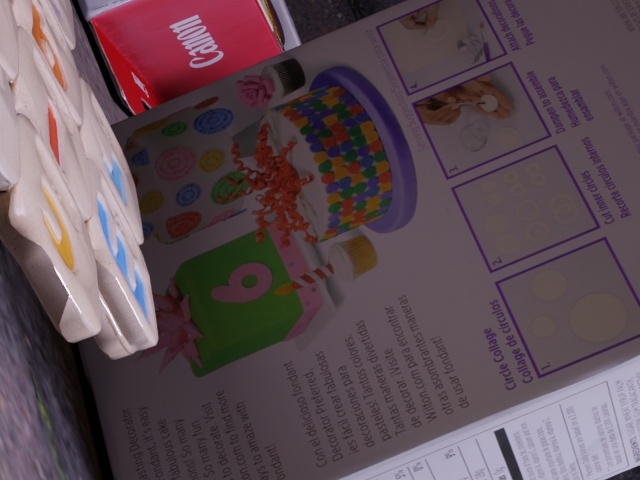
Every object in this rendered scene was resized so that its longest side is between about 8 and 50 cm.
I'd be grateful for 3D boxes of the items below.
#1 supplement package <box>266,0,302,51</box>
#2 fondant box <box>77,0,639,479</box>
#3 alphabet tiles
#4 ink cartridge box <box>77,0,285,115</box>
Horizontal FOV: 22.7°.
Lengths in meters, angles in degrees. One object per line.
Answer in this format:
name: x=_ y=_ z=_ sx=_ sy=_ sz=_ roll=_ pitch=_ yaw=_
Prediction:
supplement package: x=-0.085 y=-0.182 z=1.615 sx=0.134 sy=0.139 sz=0.244 roll=66 pitch=2 yaw=-54
fondant box: x=0.052 y=0.007 z=0.746 sx=0.096 sy=0.330 sz=0.238 roll=66 pitch=2 yaw=-52
alphabet tiles: x=-0.123 y=-0.098 z=0.536 sx=0.278 sy=0.021 sz=0.284 roll=-109 pitch=176 yaw=-57
ink cartridge box: x=-0.124 y=-0.223 z=1.323 sx=0.309 sy=0.130 sz=0.272 roll=50 pitch=18 yaw=-81
